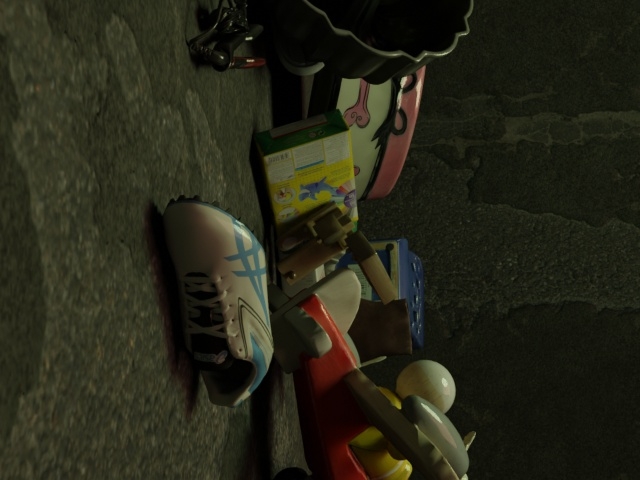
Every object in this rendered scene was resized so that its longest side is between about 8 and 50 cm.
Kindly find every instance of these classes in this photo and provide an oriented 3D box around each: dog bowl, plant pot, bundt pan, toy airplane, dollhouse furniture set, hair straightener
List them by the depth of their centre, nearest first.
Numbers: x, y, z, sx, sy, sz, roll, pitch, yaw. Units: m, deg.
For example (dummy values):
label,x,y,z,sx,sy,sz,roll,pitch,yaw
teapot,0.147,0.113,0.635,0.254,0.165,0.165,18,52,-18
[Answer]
label,x,y,z,sx,sy,sz,roll,pitch,yaw
hair straightener,-0.102,-0.229,0.953,0.230,0.047,0.089,-51,140,-74
toy airplane,0.059,0.210,1.223,0.384,0.273,0.386,111,-39,-59
dollhouse furniture set,0.012,0.040,1.241,0.151,0.123,0.144,55,-2,39
bundt pan,0.050,-0.362,1.266,0.124,0.331,0.330,-43,-142,51
dog bowl,0.070,-0.250,1.536,0.408,0.151,0.407,-171,-90,-84
plant pot,0.116,0.124,2.069,0.212,0.236,0.235,62,27,-62

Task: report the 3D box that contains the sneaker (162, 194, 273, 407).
label,x,y,z,sx,sy,sz,roll,pitch,yaw
sneaker,-0.091,0.060,0.792,0.086,0.085,0.237,-74,161,-45

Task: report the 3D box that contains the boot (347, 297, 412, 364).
label,x,y,z,sx,sy,sz,roll,pitch,yaw
boot,0.080,0.232,1.765,0.090,0.207,0.248,-71,160,-72

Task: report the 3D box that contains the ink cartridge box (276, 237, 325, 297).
label,x,y,z,sx,sy,sz,roll,pitch,yaw
ink cartridge box,-0.031,0.026,1.415,0.104,0.060,0.180,-66,152,-76

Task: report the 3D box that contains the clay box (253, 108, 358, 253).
label,x,y,z,sx,sy,sz,roll,pitch,yaw
clay box,-0.016,-0.077,1.267,0.222,0.128,0.053,83,-14,-52

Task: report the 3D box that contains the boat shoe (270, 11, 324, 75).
label,x,y,z,sx,sy,sz,roll,pitch,yaw
boat shoe,-0.022,-0.384,1.391,0.094,0.109,0.302,84,5,-68

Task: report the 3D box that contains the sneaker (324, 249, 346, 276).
label,x,y,z,sx,sy,sz,roll,pitch,yaw
sneaker,0.000,0.000,1.548,0.235,0.090,0.094,111,-11,-46
